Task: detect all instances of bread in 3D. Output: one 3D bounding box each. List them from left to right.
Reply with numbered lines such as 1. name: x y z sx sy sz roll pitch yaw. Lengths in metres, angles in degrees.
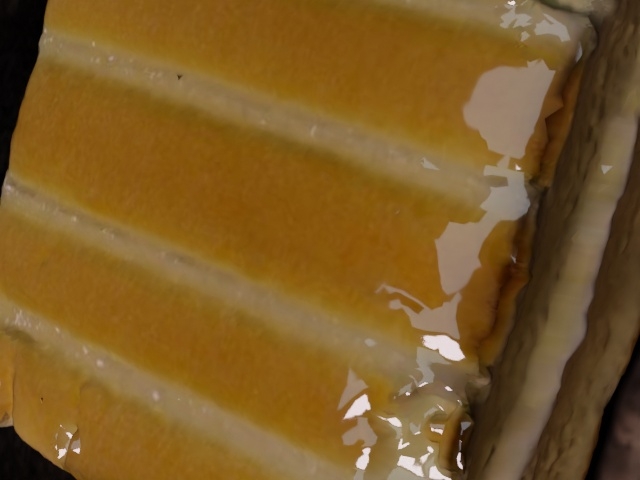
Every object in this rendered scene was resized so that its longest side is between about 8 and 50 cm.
1. bread: 0.000 0.000 0.574 0.246 0.111 0.239 20 98 36
